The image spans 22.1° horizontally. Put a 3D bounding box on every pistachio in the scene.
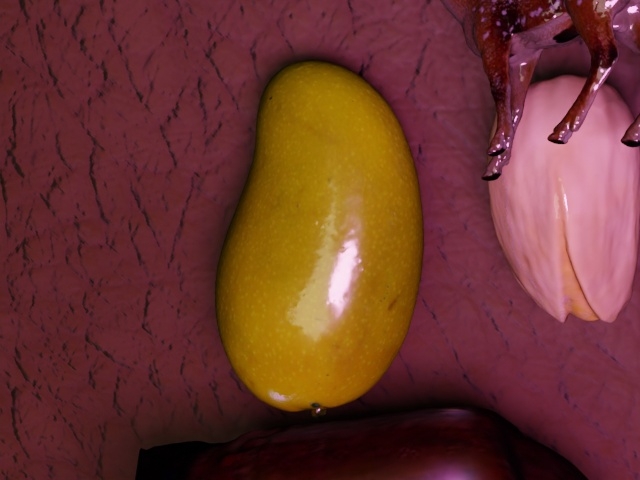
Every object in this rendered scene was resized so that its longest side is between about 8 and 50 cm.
[{"bbox_3d":[0.185,-0.029,1.255,0.117,0.145,0.200,3,108,19],"label":"pistachio"}]

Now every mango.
[{"bbox_3d":[0.000,0.000,1.345,0.175,0.143,0.293,8,98,25],"label":"mango"}]

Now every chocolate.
[{"bbox_3d":[0.073,0.292,1.281,0.331,0.383,0.383,-22,97,23],"label":"chocolate"}]

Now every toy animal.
[{"bbox_3d":[0.147,-0.179,1.194,0.243,0.087,0.260,-8,73,32],"label":"toy animal"}]
